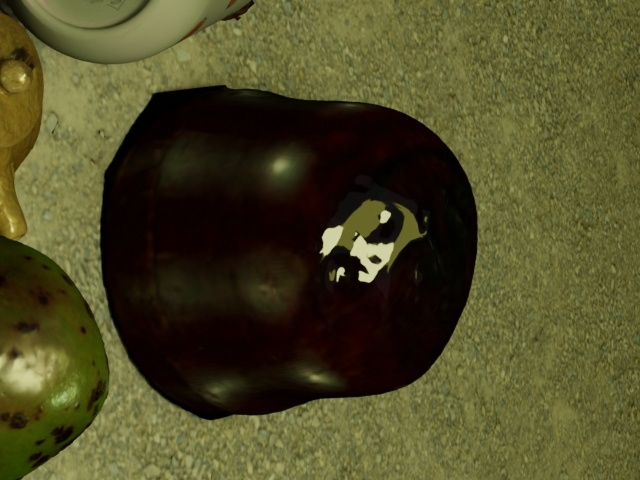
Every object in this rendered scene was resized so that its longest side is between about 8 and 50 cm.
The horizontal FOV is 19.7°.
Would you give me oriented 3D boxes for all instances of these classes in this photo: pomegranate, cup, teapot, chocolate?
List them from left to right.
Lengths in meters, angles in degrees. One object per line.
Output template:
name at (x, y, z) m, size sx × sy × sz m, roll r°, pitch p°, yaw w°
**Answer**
teapot at (-0.314, -0.144, 1.569) m, size 0.203 × 0.167 × 0.311 m, roll -29°, pitch 109°, yaw -54°
pomegranate at (-0.268, 0.099, 1.557) m, size 0.286 × 0.231 × 0.231 m, roll 3°, pitch 84°, yaw -58°
cup at (-0.168, -0.281, 1.687) m, size 0.317 × 0.212 × 0.212 m, roll -54°, pitch 134°, yaw -72°
chocolate at (0.000, 0.000, 1.912) m, size 0.384 × 0.331 × 0.383 m, roll 16°, pitch 71°, yaw -56°

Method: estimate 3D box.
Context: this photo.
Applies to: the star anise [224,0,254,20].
star anise at (-0.086, -0.347, 1.996) m, size 0.190 × 0.126 × 0.220 m, roll -87°, pitch 178°, yaw -85°
